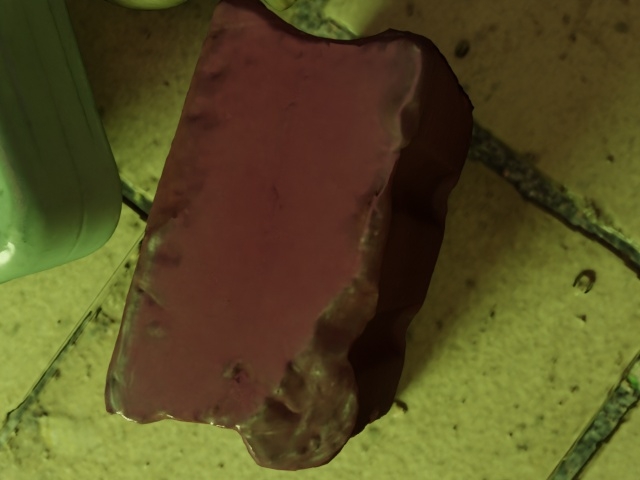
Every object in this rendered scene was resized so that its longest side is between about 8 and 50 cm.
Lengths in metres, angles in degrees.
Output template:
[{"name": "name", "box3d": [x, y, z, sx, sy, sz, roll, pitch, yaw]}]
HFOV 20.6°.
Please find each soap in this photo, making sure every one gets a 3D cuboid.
[{"name": "soap", "box3d": [0.000, 0.000, 1.039, 0.128, 0.359, 0.233, 16, 91, 8]}]

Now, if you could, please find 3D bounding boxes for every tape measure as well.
[{"name": "tape measure", "box3d": [-0.246, -0.087, 1.174, 0.246, 0.125, 0.243, -16, 90, 39]}]

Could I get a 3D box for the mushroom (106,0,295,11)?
[{"name": "mushroom", "box3d": [-0.072, -0.230, 1.164, 0.204, 0.204, 0.204, 0, 88, 9]}]
